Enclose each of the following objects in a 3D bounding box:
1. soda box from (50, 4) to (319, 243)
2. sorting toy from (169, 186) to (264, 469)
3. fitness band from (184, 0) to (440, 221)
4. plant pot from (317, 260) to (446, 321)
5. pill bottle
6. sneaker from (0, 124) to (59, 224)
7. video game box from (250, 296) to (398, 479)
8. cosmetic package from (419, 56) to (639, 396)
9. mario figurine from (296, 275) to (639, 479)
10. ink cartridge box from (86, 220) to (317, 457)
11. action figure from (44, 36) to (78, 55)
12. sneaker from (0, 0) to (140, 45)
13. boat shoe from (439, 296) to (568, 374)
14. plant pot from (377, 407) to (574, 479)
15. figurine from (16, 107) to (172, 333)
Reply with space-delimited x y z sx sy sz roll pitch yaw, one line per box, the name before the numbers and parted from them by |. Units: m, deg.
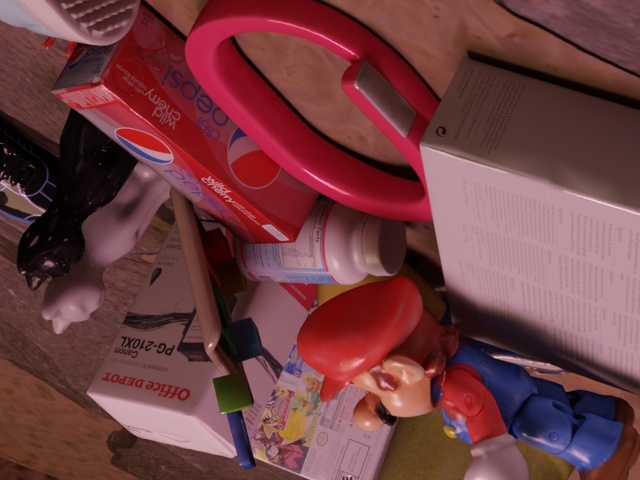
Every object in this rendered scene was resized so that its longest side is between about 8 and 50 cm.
soda box | -0.115 -0.103 1.535 0.263 0.092 0.083 39 155 -33
sorting toy | -0.097 0.055 1.652 0.047 0.347 0.196 -15 153 0
fitness band | 0.007 -0.115 1.439 0.209 0.054 0.291 8 152 43
plant pot | 0.049 0.059 1.712 0.134 0.134 0.095 -9 114 56
pill bottle | 0.000 0.000 1.643 0.160 0.087 0.087 2 150 27
sneaker | -0.371 -0.091 1.862 0.232 0.081 0.090 29 166 -5
video game box | 0.002 0.171 1.894 0.187 0.205 0.048 20 -179 12
cosmetic package | 0.246 0.015 1.404 0.284 0.097 0.377 21 159 18
mario figurine | 0.122 0.158 1.530 0.321 0.170 0.198 25 162 -2
ink cartridge box | -0.125 0.104 1.829 0.172 0.237 0.100 6 152 40
action figure | -0.253 -0.210 1.530 0.038 0.030 0.115 24 157 17
sneaker | -0.292 -0.271 1.284 0.150 0.135 0.366 8 152 31
boat shoe | 0.188 0.111 1.734 0.183 0.066 0.066 14 158 26
plant pot | 0.154 0.301 1.958 0.276 0.254 0.276 22 158 9
figurine | -0.242 -0.018 1.713 0.092 0.209 0.215 22 159 12
